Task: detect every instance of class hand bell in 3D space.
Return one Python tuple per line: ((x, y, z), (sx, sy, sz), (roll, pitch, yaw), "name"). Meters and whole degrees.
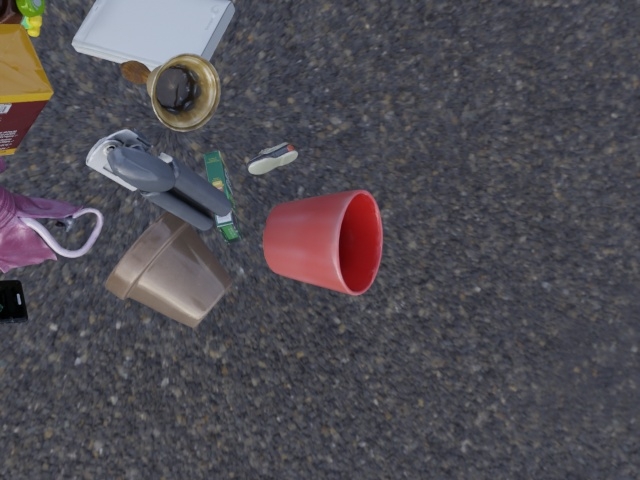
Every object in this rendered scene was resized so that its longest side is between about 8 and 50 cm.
((-0.289, -0.277, 1.272), (0.126, 0.242, 0.126), (-19, 122, -34), "hand bell")

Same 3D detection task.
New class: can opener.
((-0.216, -0.069, 1.055), (0.076, 0.283, 0.095), (-37, 60, 10), "can opener")

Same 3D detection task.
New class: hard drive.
((-0.367, -0.468, 1.619), (0.307, 0.040, 0.203), (18, 72, 17), "hard drive")

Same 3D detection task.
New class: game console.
((-0.763, 0.162, 1.755), (0.107, 0.122, 0.071), (-1, 141, -35), "game console")

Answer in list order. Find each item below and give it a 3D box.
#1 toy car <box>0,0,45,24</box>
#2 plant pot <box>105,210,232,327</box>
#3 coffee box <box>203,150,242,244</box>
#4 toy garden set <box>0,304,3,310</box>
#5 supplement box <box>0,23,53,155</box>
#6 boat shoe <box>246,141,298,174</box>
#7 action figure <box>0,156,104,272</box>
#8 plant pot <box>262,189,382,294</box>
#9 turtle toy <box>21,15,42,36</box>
((-0.623, -0.441, 1.318), (0.155, 0.188, 0.149), (-7, 112, 20), "toy car")
((-0.343, 0.084, 1.767), (0.229, 0.263, 0.263), (41, 89, -4), "plant pot")
((-0.218, -0.096, 1.653), (0.040, 0.113, 0.184), (-14, 67, 0), "coffee box")
((-0.307, 0.011, 0.593), (0.049, 0.204, 0.244), (8, 119, -5), "toy garden set")
((-0.558, -0.225, 1.149), (0.191, 0.194, 0.129), (-17, 77, -46), "supplement box")
((-0.114, -0.187, 1.662), (0.137, 0.049, 0.043), (-24, 65, -35), "boat shoe")
((-0.698, -0.054, 1.572), (0.275, 0.370, 0.248), (13, 71, 23), "action figure")
((0.000, 0.000, 1.933), (0.243, 0.275, 0.275), (3, 100, 28), "plant pot")
((-0.607, -0.486, 1.521), (0.066, 0.130, 0.095), (5, 79, -24), "turtle toy")
